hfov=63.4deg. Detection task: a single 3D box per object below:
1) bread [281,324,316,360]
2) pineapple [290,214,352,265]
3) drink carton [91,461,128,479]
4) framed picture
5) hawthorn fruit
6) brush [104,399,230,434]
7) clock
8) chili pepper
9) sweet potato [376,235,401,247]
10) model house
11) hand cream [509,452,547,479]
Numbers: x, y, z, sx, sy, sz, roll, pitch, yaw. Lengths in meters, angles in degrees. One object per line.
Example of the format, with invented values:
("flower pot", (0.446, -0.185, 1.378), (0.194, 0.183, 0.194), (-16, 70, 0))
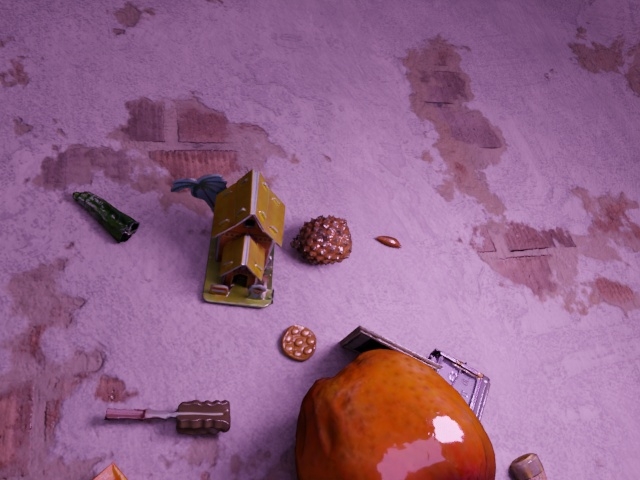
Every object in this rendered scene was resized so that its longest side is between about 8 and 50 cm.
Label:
("bread", (-0.062, 0.294, 1.492), (0.109, 0.024, 0.110), (8, 57, -13))
("pineapple", (0.000, 0.000, 1.626), (0.192, 0.166, 0.166), (-7, 60, -8))
("drink carton", (-0.427, 0.614, 1.148), (0.223, 0.071, 0.096), (43, 55, 13))
("framed picture", (0.175, 0.308, 1.397), (0.231, 0.293, 0.018), (26, 69, 2))
("hawthorn fruit", (0.147, 0.493, 1.203), (0.470, 0.472, 0.472), (8, 56, -12))
("brush", (-0.374, 0.436, 1.285), (0.300, 0.071, 0.084), (5, 45, -13))
("clock", (0.366, 0.454, 1.480), (0.186, 0.083, 0.253), (30, 55, 3))
("chili pepper", (-0.653, -0.081, 1.542), (0.226, 0.059, 0.088), (33, 59, 8))
("sweet potato", (0.234, 0.002, 1.764), (0.094, 0.034, 0.034), (21, 54, -6))
("model house", (-0.268, -0.025, 1.455), (0.339, 0.324, 0.301), (8, 55, -11))
("hand cream", (0.603, 0.688, 1.406), (0.083, 0.084, 0.203), (-19, 70, -26))
